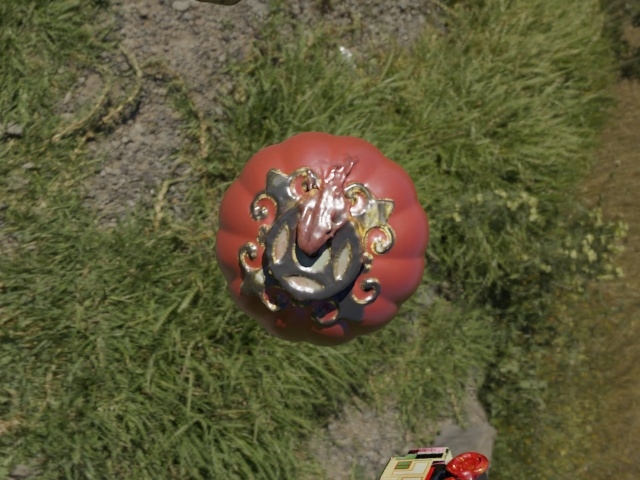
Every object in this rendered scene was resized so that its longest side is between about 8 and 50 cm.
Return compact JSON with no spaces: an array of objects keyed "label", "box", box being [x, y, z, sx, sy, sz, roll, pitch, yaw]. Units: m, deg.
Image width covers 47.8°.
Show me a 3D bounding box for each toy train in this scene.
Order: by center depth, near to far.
[{"label":"toy train","box":[0.077,0.198,0.514,0.138,0.087,0.050,-33,110,-64]}]

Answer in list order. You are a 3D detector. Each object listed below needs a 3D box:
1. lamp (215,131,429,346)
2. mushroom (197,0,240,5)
[{"label":"lamp","box":[0.000,0.000,0.752,0.226,0.226,0.227,9,76,-40]},{"label":"mushroom","box":[-0.083,-0.221,0.282,0.351,0.097,0.109,76,15,-65]}]
